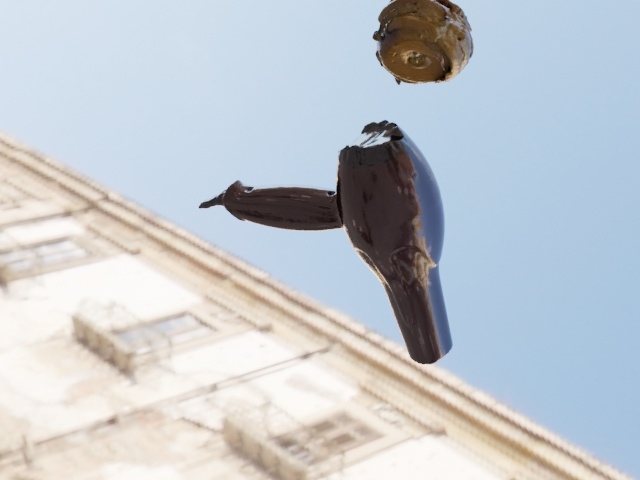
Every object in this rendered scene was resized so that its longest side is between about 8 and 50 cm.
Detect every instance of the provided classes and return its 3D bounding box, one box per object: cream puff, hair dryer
[{"bbox_3d":[0.128,-0.245,1.538,0.120,0.133,0.104,8,-111,16],"label":"cream puff"},{"bbox_3d":[0.000,0.000,1.592,0.341,0.123,0.312,4,-58,29],"label":"hair dryer"}]
